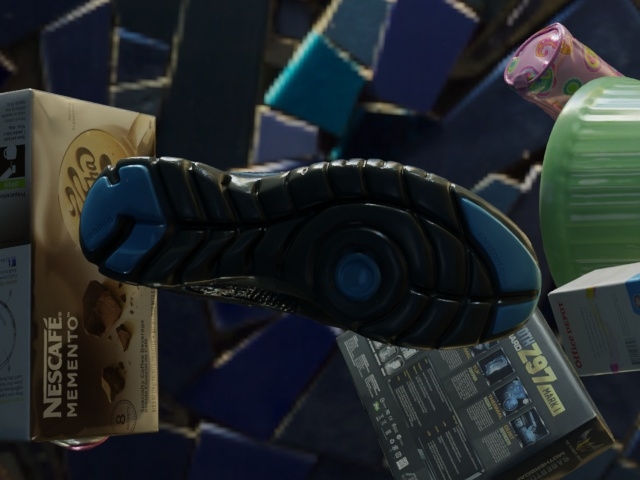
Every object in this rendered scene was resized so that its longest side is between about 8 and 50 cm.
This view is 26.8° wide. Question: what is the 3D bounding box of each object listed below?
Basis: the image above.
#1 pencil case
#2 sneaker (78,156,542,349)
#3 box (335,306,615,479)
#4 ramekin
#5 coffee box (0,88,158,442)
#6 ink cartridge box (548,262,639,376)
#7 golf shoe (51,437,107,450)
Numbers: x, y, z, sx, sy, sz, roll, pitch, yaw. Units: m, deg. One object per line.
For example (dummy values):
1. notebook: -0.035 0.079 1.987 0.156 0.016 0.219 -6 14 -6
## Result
1. pencil case: 0.401 -0.191 1.947 0.124 0.284 0.124 -41 28 27
2. sneaker: 0.000 0.000 0.994 0.140 0.341 0.125 16 -93 -72
3. box: 0.134 0.134 1.222 0.059 0.183 0.232 49 -169 -45
4. ramekin: 0.398 -0.042 1.536 0.148 0.303 0.303 0 87 44
5. coffee box: -0.241 0.029 1.197 0.119 0.168 0.297 -4 83 33
6. ink cartridge box: 0.304 0.075 1.335 0.143 0.090 0.092 -12 97 49
7. golf shoe: -0.287 0.071 1.327 0.140 0.115 0.306 -25 101 43
